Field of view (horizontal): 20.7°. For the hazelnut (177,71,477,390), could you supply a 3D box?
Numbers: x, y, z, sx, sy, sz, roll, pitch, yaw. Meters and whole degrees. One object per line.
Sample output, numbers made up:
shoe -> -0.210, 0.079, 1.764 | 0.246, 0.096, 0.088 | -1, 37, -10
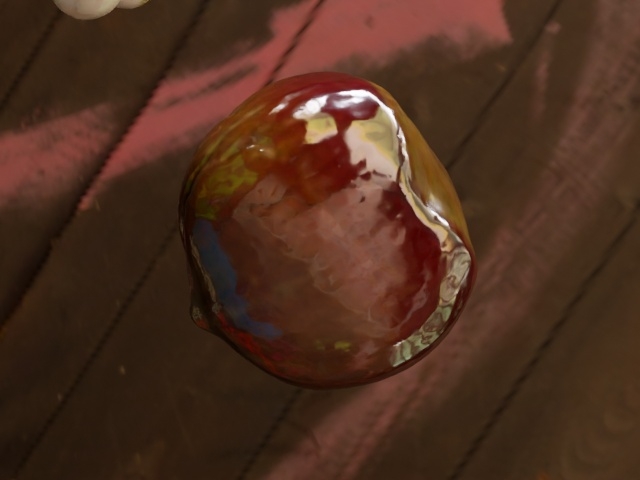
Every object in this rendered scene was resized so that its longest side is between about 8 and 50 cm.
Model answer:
hazelnut -> 0.000, 0.000, 1.282 | 0.229, 0.229, 0.229 | -4, -71, -12

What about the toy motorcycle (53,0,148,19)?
toy motorcycle -> -0.119, -0.234, 1.092 | 0.107, 0.340, 0.223 | 18, -98, -8
